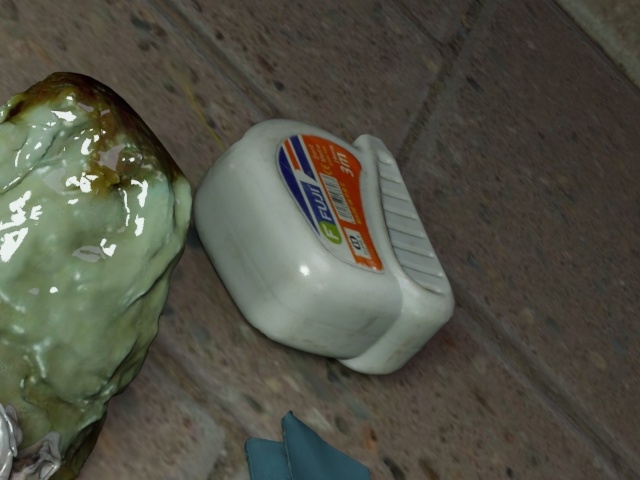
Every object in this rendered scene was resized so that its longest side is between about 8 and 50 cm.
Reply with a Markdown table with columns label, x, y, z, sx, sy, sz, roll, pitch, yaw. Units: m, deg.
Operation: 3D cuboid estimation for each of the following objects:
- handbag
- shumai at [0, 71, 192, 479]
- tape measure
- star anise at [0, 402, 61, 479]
| label | x | y | z | sx | sy | sz | roll | pitch | yaw |
| --- | --- | --- | --- | --- | --- | --- | --- | --- | --- |
| handbag | 0.007 | 0.266 | 1.717 | 0.144 | 0.057 | 0.221 | 36 | 28 | -39 |
| shumai | -0.224 | 0.013 | 1.460 | 0.309 | 0.263 | 0.304 | 37 | 28 | -24 |
| tape measure | 0.000 | 0.000 | 1.960 | 0.265 | 0.130 | 0.258 | 16 | 39 | -39 |
| star anise | -0.241 | 0.192 | 1.359 | 0.195 | 0.065 | 0.182 | 33 | 67 | -40 |
